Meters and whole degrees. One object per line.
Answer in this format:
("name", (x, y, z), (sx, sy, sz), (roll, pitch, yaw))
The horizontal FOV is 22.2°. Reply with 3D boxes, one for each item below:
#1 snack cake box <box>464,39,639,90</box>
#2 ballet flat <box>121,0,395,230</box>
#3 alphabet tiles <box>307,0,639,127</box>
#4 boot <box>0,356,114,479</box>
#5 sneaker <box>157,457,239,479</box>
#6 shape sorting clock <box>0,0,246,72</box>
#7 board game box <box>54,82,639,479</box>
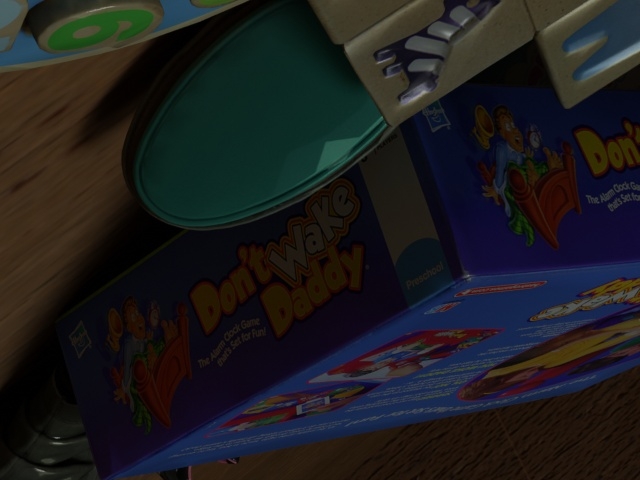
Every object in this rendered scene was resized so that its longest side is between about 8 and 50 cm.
("snack cake box", (0.187, -0.143, 0.820), (0.264, 0.089, 0.152), (-48, 168, 31))
("ballet flat", (0.018, -0.085, 0.556), (0.213, 0.072, 0.068), (-42, -161, 17))
("alphabet tiles", (0.139, -0.161, 0.453), (0.342, 0.011, 0.285), (-32, 151, 3))
("boot", (-0.151, 0.113, 0.757), (0.161, 0.083, 0.246), (-54, 170, 24))
("sneaker", (-0.065, 0.118, 1.070), (0.119, 0.057, 0.047), (-38, 167, -19))
("shape sorting clock", (-0.026, -0.087, 0.327), (0.206, 0.040, 0.206), (-20, 164, -6))
("board game box", (0.087, 0.017, 0.757), (0.347, 0.078, 0.233), (-4, 159, -45))
